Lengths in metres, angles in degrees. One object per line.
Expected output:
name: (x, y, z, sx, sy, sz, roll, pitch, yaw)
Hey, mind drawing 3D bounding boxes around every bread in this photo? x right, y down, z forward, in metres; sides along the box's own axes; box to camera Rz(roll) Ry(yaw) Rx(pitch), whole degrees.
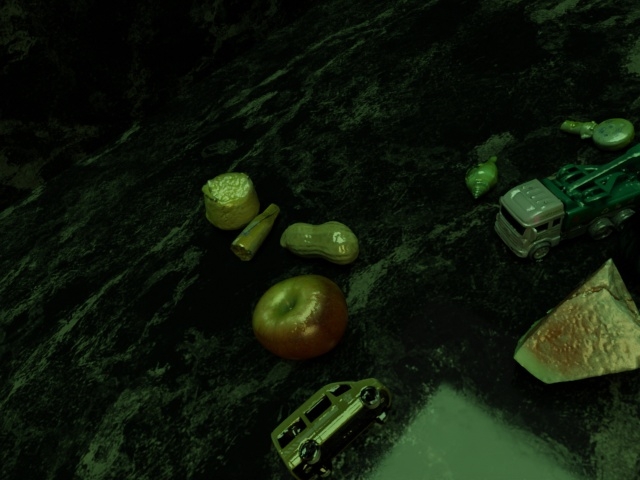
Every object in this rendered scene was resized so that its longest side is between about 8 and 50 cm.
bread: (-0.302, -0.132, 1.467, 0.197, 0.170, 0.197, -2, 50, 2)

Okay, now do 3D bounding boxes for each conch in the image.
conch: (0.480, -0.191, 1.303, 0.095, 0.079, 0.200, -11, 27, 28)

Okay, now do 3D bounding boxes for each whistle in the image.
whistle: (0.833, -0.325, 1.319, 0.198, 0.057, 0.104, 28, 78, 46)

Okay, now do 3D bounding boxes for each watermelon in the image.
watermelon: (0.537, 0.151, 0.876, 0.310, 0.232, 0.193, -17, 78, -18)

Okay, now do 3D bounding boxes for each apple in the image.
apple: (-0.045, 0.192, 1.074, 0.235, 0.173, 0.210, -2, 52, 30)

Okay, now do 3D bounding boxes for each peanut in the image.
peanut: (0.000, 0.000, 1.274, 0.257, 0.123, 0.123, 10, 53, 32)

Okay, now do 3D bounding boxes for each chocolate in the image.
chocolate: (-0.201, -0.036, 1.408, 0.086, 0.085, 0.219, 10, 50, 28)

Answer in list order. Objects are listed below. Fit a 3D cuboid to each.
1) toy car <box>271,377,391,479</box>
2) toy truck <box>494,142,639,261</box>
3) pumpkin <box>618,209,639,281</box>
toy car: (0.025, 0.377, 0.920, 0.257, 0.101, 0.124, -38, 44, -14)
toy truck: (0.629, -0.099, 1.094, 0.364, 0.178, 0.176, -23, 45, 2)
pumpkin: (0.775, -0.011, 0.909, 0.248, 0.248, 0.248, -10, 46, 11)
